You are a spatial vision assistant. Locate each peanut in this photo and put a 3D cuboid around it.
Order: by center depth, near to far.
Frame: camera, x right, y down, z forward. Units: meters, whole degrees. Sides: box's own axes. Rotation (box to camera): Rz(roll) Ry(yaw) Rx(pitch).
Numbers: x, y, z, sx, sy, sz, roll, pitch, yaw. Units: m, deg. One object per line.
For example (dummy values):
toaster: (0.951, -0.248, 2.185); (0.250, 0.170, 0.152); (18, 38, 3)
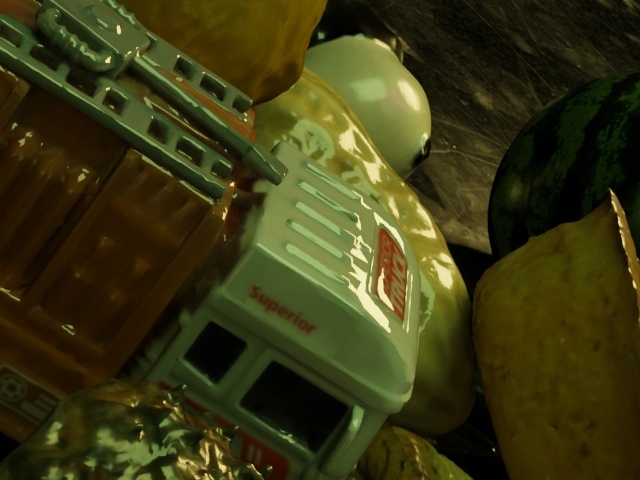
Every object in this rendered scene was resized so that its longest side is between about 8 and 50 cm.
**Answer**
peanut: (0.000, 0.000, 1.062); (0.305, 0.147, 0.147); (51, 27, 15)

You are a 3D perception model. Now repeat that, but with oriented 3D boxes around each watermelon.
watermelon: (0.269, -0.012, 1.304); (0.269, 0.269, 0.269); (31, 26, -17)

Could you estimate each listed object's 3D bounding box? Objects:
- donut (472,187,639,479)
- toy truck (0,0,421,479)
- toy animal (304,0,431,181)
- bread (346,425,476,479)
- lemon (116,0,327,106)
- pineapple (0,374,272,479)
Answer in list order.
donut: (0.175, 0.117, 1.009); (0.277, 0.108, 0.278); (-17, 90, -78)
toy truck: (-0.126, -0.010, 0.810); (0.387, 0.207, 0.173); (33, 26, -12)
toy animal: (-0.001, -0.107, 1.243); (0.166, 0.138, 0.179); (-1, 51, -26)
bread: (0.066, 0.201, 0.844); (0.114, 0.083, 0.211); (44, 15, -39)
lemon: (-0.136, -0.195, 0.954); (0.297, 0.297, 0.297); (31, 26, -17)
pineapple: (-0.014, 0.193, 0.693); (0.310, 0.141, 0.170); (43, 62, 1)
